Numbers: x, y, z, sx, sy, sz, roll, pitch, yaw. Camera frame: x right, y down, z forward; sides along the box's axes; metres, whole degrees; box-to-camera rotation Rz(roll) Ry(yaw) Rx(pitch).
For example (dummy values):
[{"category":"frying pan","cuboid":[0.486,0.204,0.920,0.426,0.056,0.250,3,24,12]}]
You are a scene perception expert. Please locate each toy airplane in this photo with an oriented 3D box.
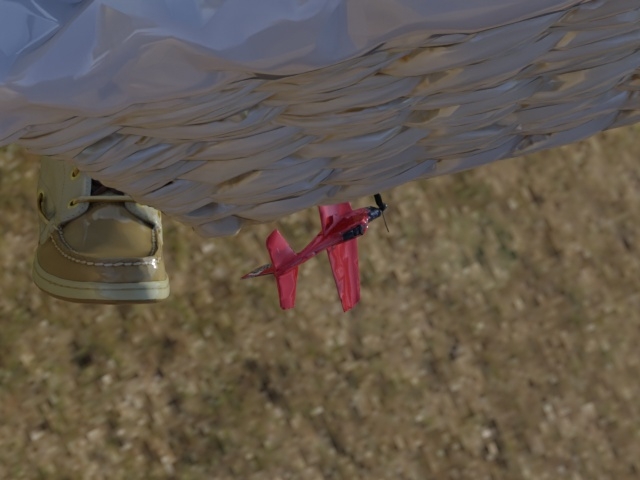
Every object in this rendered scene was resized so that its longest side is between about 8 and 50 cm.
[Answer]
[{"category":"toy airplane","cuboid":[0.000,0.000,1.440,0.151,0.028,0.151,-13,110,-39]}]

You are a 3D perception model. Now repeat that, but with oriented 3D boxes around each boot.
[{"category":"boot","cuboid":[-0.154,-0.073,1.297,0.095,0.203,0.262,5,15,-12]}]

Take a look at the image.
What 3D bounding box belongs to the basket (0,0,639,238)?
[{"category":"basket","cuboid":[0.045,-0.199,0.485,0.266,0.328,0.331,53,22,-82]}]
